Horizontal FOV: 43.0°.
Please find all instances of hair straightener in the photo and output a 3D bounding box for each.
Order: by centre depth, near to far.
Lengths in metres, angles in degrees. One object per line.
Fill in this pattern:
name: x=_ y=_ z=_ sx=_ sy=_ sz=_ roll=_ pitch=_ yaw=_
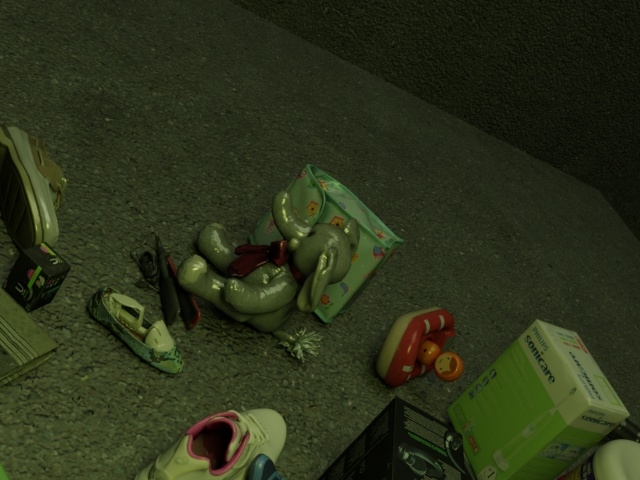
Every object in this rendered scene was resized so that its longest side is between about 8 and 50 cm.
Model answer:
hair straightener: x=-0.285 y=0.062 z=1.445 sx=0.089 sy=0.047 sz=0.230 roll=14 pitch=35 yaw=-38

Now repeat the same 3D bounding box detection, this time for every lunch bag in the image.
lunch bag: x=0.000 y=0.000 z=1.682 sx=0.262 sy=0.223 sz=0.160 roll=42 pitch=20 yaw=10

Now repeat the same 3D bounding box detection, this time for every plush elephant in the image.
plush elephant: x=-0.061 y=0.038 z=1.488 sx=0.330 sy=0.255 sz=0.272 roll=41 pitch=15 yaw=-3

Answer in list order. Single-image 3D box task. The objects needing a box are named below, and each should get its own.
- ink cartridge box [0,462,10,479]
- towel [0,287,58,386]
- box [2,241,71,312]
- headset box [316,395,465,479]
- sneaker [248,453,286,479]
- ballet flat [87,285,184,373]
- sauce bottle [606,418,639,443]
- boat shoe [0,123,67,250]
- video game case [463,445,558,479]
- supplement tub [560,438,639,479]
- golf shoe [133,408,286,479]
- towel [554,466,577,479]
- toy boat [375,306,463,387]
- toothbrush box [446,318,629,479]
ink cartridge box: x=-0.359 y=0.383 z=0.786 sx=0.207 sy=0.119 sz=0.353 roll=-6 pitch=49 yaw=-53
towel: x=-0.558 y=0.105 z=1.073 sx=0.324 sy=0.056 sz=0.312 roll=40 pitch=25 yaw=11
box: x=-0.433 y=0.056 z=1.241 sx=0.062 sy=0.083 sz=0.052 roll=41 pitch=28 yaw=8
headset box: x=0.083 y=0.409 z=1.125 sx=0.131 sy=0.246 sz=0.283 roll=31 pitch=27 yaw=-11
sneaker: x=-0.060 y=0.368 z=1.152 sx=0.053 sy=0.059 sz=0.144 roll=-32 pitch=110 yaw=-57
ballet flat: x=-0.288 y=0.140 z=1.302 sx=0.188 sy=0.070 sz=0.070 roll=36 pitch=27 yaw=-3
sauce bottle: x=0.632 y=0.386 z=1.950 sx=0.344 sy=0.111 sz=0.111 roll=35 pitch=27 yaw=-2
boat shoe: x=-0.486 y=-0.096 z=1.381 sx=0.103 sy=0.113 sz=0.302 roll=2 pitch=42 yaw=-40
video game case: x=0.390 y=0.487 z=1.608 sx=0.274 sy=0.026 sz=0.196 roll=15 pitch=35 yaw=-37
supplement tub: x=0.440 y=0.506 z=1.302 sx=0.241 sy=0.331 sz=0.241 roll=29 pitch=28 yaw=-17
golf shoe: x=-0.126 y=0.299 z=1.170 sx=0.115 sy=0.140 sz=0.306 roll=44 pitch=27 yaw=15
towel: x=0.507 y=0.530 z=1.456 sx=0.031 sy=0.199 sz=0.274 roll=25 pitch=37 yaw=-32
toy boat: x=0.220 y=0.232 z=1.641 sx=0.151 sy=0.151 sz=0.231 roll=30 pitch=22 yaw=31
toothbrush box: x=0.399 y=0.325 z=1.535 sx=0.122 sy=0.283 sz=0.206 roll=18 pitch=32 yaw=-32
